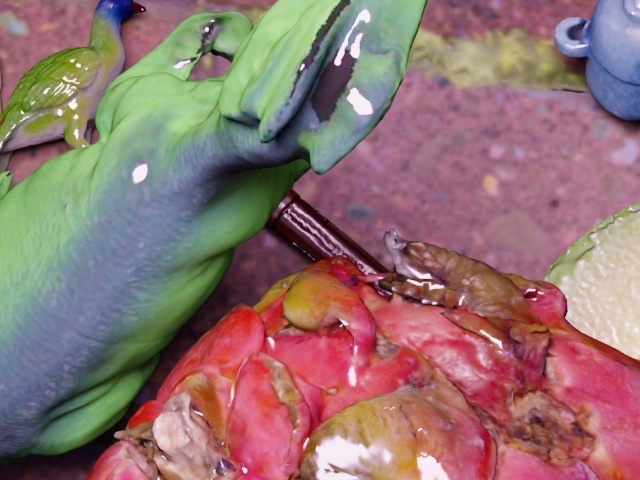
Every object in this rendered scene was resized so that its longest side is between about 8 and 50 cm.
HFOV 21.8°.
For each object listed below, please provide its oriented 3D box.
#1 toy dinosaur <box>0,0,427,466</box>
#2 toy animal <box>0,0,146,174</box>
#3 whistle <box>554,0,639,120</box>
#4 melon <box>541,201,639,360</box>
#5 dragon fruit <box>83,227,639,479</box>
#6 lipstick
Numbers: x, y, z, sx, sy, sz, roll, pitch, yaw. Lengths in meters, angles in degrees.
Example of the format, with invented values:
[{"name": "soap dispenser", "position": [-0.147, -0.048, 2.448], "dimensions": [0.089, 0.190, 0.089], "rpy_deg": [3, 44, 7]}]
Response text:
[{"name": "toy dinosaur", "position": [-0.139, 0.083, 0.718], "dimensions": [0.144, 0.374, 0.500], "rpy_deg": [38, 79, -16]}, {"name": "toy animal", "position": [-0.154, -0.043, 0.916], "dimensions": [0.075, 0.041, 0.217], "rpy_deg": [33, 80, 9]}, {"name": "whistle", "position": [0.260, -0.099, 0.892], "dimensions": [0.269, 0.093, 0.180], "rpy_deg": [8, 57, 3]}, {"name": "melon", "position": [0.203, 0.037, 0.865], "dimensions": [0.209, 0.064, 0.118], "rpy_deg": [5, 71, 1]}, {"name": "dragon fruit", "position": [0.025, 0.141, 0.727], "dimensions": [0.291, 0.269, 0.250], "rpy_deg": [4, 41, -20]}, {"name": "lipstick", "position": [0.000, 0.000, 0.903], "dimensions": [0.176, 0.027, 0.027], "rpy_deg": [40, 78, 11]}]
